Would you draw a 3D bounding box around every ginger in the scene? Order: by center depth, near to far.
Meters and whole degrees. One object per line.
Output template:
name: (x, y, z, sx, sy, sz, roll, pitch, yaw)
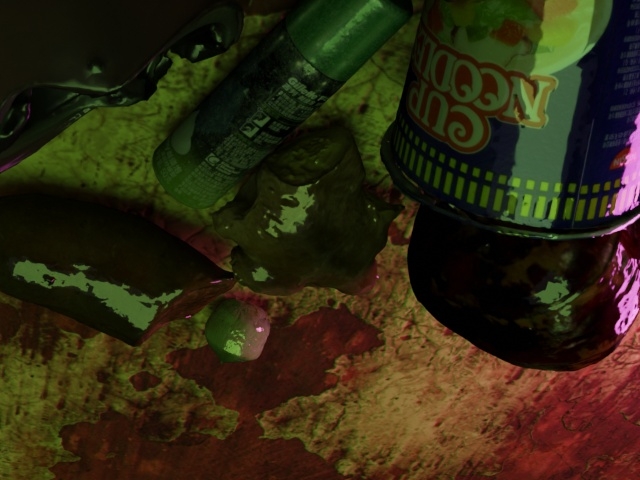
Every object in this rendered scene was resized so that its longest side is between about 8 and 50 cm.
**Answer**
ginger: (0.000, 0.000, 1.067, 0.219, 0.123, 0.270, -31, 129, -1)

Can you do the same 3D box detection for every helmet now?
helmet: (-0.247, -0.197, 0.808, 0.338, 0.271, 0.197, -21, 103, 31)

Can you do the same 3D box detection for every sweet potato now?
sweet potato: (-0.291, 0.024, 1.083, 0.370, 0.158, 0.158, 24, 129, -12)

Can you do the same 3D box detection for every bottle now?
bottle: (-0.047, -0.160, 0.938, 0.093, 0.093, 0.330, 33, 125, -28)

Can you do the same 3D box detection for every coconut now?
coconut: (-0.116, 0.127, 1.220, 0.088, 0.088, 0.096, 27, 98, -24)

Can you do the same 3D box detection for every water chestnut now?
water chestnut: (0.221, 0.011, 0.986, 0.244, 0.289, 0.289, -1, 135, -15)

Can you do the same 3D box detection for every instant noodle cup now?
instant noodle cup: (0.207, -0.203, 0.804, 0.284, 0.284, 0.312, 2, 125, -3)

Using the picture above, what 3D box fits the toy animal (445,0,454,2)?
toy animal: (0.061, -0.359, 0.602, 0.194, 0.344, 0.302, -24, 151, -44)
